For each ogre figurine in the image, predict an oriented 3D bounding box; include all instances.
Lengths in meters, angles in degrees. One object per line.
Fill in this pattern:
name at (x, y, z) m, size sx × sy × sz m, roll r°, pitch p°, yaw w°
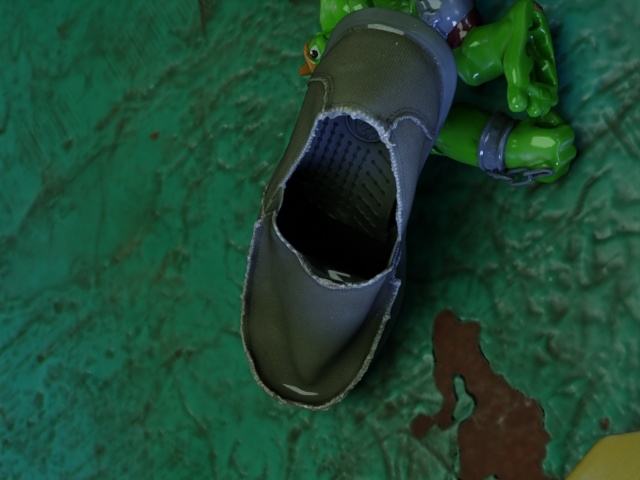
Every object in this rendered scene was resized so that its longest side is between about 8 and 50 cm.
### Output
ogre figurine at (0.053, -0.115, 0.828) m, size 0.118 × 0.197 × 0.097 m, roll -13°, pitch 37°, yaw 42°

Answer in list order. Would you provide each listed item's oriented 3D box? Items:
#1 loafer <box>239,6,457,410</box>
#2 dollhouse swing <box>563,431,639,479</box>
loafer at (0.000, 0.000, 0.813) m, size 0.094 × 0.087 × 0.251 m, roll 19°, pitch 128°, yaw 10°
dollhouse swing at (0.168, 0.322, 0.748) m, size 0.347 × 0.315 × 0.305 m, roll 37°, pitch 65°, yaw 28°
